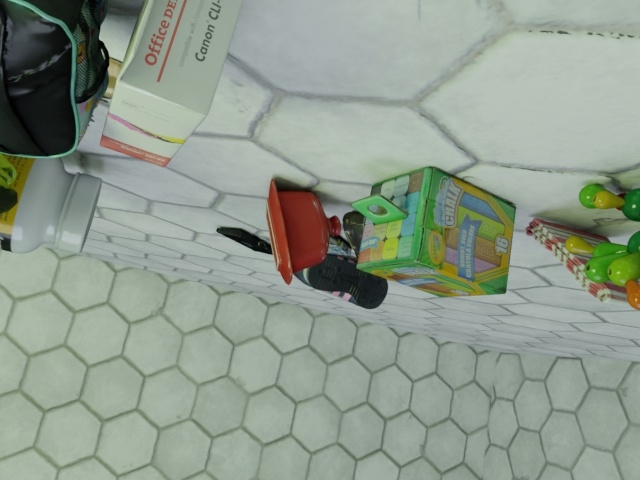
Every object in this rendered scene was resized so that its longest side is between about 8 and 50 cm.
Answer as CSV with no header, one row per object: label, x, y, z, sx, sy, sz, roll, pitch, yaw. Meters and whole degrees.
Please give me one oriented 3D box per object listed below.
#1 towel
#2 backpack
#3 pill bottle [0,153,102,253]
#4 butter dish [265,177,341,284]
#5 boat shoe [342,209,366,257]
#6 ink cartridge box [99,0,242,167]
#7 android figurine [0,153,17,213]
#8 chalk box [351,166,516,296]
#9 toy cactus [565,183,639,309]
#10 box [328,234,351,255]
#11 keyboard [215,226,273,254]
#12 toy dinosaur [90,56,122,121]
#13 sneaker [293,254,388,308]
towel,0.377,0.038,0.719,0.144,0.029,0.197,12,-152,-17
backpack,-0.241,-0.154,0.402,0.166,0.144,0.188,13,145,-12
pill bottle,-0.556,-0.086,0.903,0.334,0.187,0.188,16,167,-20
butter dish,-0.024,-0.017,0.894,0.118,0.160,0.160,-10,170,-7
boat shoe,0.094,0.004,0.979,0.069,0.081,0.227,10,160,18
ink cartridge box,-0.121,-0.142,0.435,0.067,0.115,0.198,18,166,-23
android figurine,-0.497,-0.143,0.667,0.273,0.056,0.248,41,175,17
chalk box,0.141,-0.010,0.741,0.213,0.132,0.132,18,165,-27
toy cactus,0.369,0.003,0.561,0.180,0.219,0.112,-35,123,18
box,0.000,0.000,1.149,0.094,0.027,0.137,4,165,25
keyboard,-0.165,0.004,1.329,0.108,0.023,0.180,12,170,29
toy dinosaur,-0.249,-0.174,0.601,0.183,0.053,0.092,9,154,-23
sneaker,0.046,0.086,1.369,0.131,0.112,0.319,23,176,46
